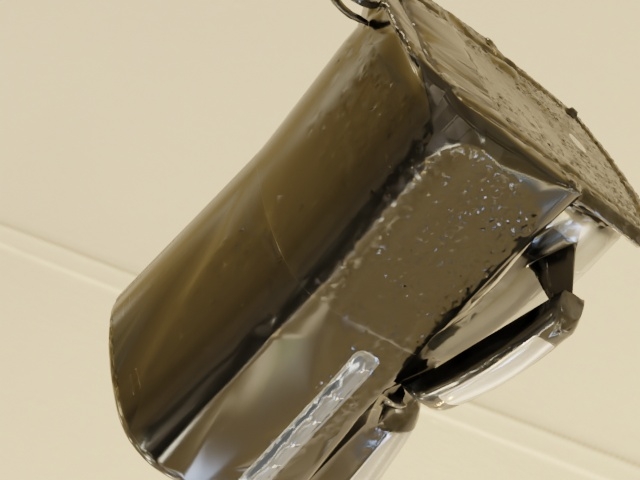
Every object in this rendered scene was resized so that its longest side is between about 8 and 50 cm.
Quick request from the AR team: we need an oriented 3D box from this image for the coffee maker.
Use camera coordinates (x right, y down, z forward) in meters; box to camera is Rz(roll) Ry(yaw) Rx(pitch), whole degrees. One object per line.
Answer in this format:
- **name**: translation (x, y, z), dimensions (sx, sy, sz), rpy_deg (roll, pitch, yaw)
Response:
- **coffee maker**: translation (0.000, 0.000, 0.491), dimensions (0.171, 0.120, 0.178), rpy_deg (40, -69, -8)
